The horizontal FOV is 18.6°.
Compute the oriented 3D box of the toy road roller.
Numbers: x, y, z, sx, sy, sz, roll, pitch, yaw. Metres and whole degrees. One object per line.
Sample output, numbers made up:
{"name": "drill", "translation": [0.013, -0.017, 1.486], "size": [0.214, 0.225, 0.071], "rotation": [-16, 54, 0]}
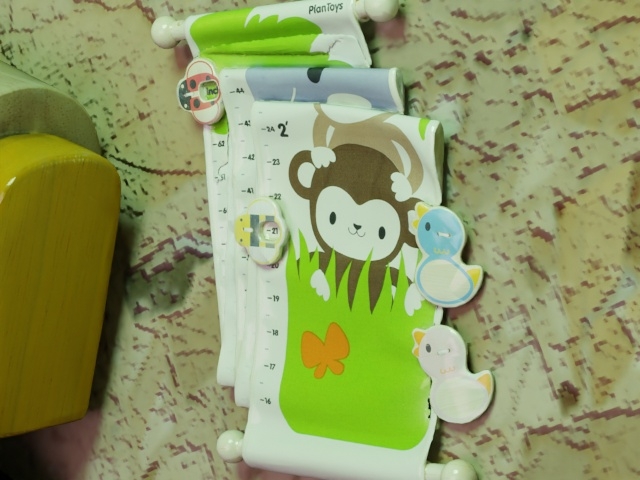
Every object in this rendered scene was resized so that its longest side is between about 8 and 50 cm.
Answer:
{"name": "toy road roller", "translation": [-0.261, 0.060, 0.980], "size": [0.202, 0.240, 0.330], "rotation": [26, 110, 38]}

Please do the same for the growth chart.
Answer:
{"name": "growth chart", "translation": [0.000, 0.000, 0.887], "size": [0.172, 0.021, 0.237], "rotation": [-9, 88, 41]}
